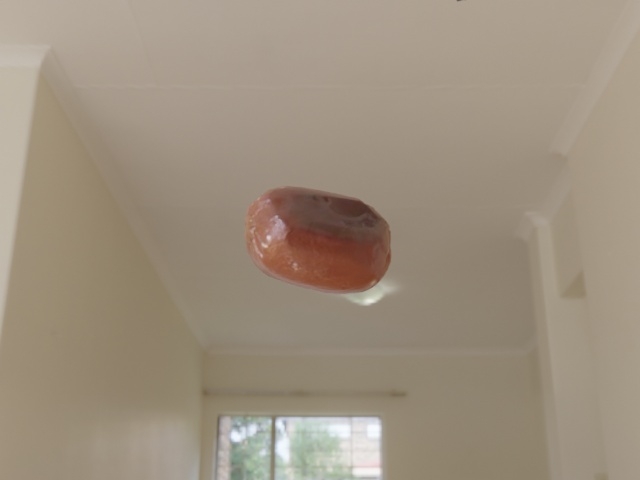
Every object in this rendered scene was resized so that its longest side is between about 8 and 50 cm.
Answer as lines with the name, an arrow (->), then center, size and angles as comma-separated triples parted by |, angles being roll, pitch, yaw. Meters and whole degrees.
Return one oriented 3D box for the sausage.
sausage -> 0.000, 0.000, 0.486 | 0.094, 0.059, 0.054 | 13, -44, -22
